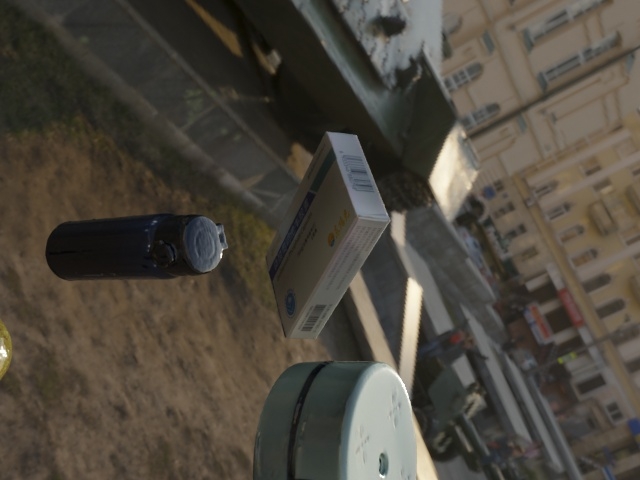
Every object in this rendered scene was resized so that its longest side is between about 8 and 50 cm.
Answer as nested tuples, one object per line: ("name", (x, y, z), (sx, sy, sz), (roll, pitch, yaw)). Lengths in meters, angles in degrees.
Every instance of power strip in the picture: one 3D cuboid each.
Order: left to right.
("power strip", (0.028, 0.368, 1.293), (0.357, 0.161, 0.357), (-5, 90, -65))

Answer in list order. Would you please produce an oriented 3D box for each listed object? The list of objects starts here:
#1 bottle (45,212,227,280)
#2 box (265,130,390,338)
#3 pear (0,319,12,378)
("bottle", (-0.210, 0.009, 0.868), (0.082, 0.244, 0.072), (-20, 103, -51))
("box", (0.000, 0.000, 1.390), (0.065, 0.343, 0.200), (3, 48, -25))
("pear", (-0.762, 0.236, 1.677), (0.211, 0.188, 0.228), (65, 0, -56))
